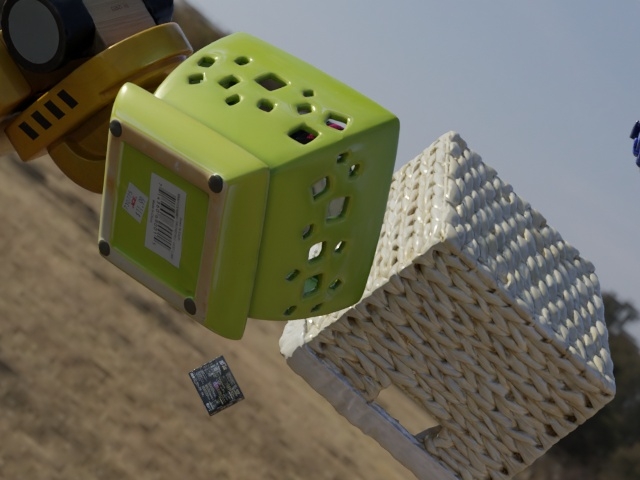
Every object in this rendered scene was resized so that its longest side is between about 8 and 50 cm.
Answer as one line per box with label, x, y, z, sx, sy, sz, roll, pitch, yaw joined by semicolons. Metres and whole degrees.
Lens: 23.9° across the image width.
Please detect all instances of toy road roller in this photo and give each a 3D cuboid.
toy road roller;-0.280;-0.146;1.712;0.202;0.329;0.241;-30;89;-53

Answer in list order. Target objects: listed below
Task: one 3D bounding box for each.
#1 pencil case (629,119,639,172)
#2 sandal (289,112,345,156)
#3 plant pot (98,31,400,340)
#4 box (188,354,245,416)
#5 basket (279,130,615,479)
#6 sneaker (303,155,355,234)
pencil case;0.529;-0.086;1.874;0.306;0.133;0.119;31;10;12
sandal;0.016;-0.139;2.153;0.179;0.067;0.040;10;8;-23
plant pot;-0.084;-0.047;1.479;0.227;0.228;0.207;32;36;31
box;-0.174;0.243;2.531;0.083;0.067;0.018;59;-7;25
basket;0.165;0.095;1.892;0.328;0.266;0.331;42;25;-15
sneaker;0.000;0.000;2.130;0.108;0.272;0.100;3;25;-13
